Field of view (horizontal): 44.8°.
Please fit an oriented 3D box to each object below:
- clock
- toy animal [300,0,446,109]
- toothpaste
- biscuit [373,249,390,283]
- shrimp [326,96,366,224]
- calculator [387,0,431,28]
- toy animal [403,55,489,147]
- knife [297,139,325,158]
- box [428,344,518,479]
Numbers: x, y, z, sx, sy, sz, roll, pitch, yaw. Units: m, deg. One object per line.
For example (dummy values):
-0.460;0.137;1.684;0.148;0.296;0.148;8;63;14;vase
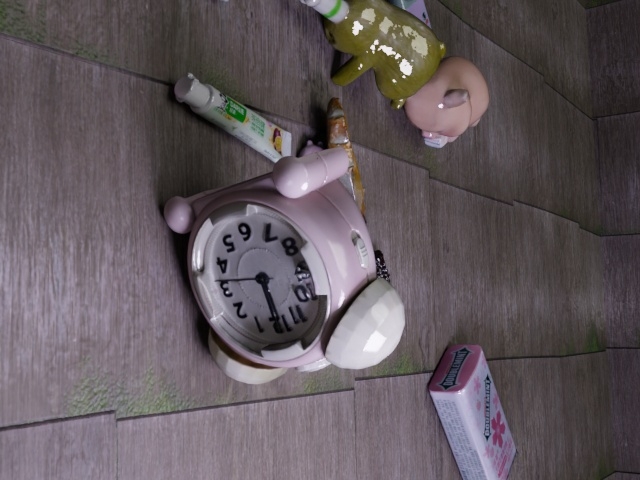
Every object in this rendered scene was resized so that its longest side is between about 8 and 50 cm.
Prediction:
-0.056;0.051;1.185;0.184;0.342;0.325;-20;93;-50;clock
0.084;-0.438;1.621;0.363;0.180;0.181;26;55;-27;toy animal
-0.138;-0.203;1.348;0.058;0.056;0.314;-53;147;9;toothpaste
0.127;0.067;1.711;0.087;0.027;0.089;24;65;-51;biscuit
0.055;-0.136;1.587;0.164;0.062;0.316;-66;145;-74;shrimp
0.226;-0.547;1.933;0.141;0.045;0.246;-47;124;-49;calculator
0.296;-0.337;1.900;0.256;0.195;0.212;-46;147;-47;toy animal
0.001;0.000;1.527;0.132;0.038;0.398;-3;87;-59;knife
0.396;0.464;1.976;0.190;0.112;0.369;-51;125;-45;box
